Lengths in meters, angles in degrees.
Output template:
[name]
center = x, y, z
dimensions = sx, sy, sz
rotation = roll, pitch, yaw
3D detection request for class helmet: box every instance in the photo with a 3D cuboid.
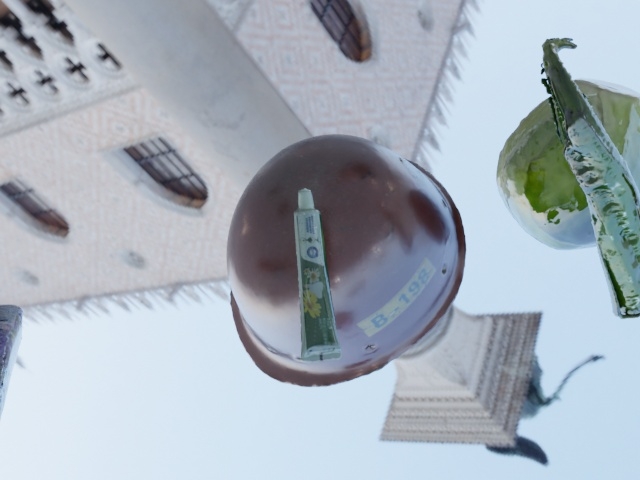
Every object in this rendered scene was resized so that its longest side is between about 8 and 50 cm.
[helmet]
center = 0.000, 0.000, 1.171
dimensions = 0.385, 0.230, 0.337
rotation = -43, -119, -2

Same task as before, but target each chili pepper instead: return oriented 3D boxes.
[chili pepper]
center = 0.328, -0.064, 0.980
dimensions = 0.085, 0.359, 0.076
rotation = -37, -152, -20

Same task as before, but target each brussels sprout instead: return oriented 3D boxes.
[brussels sprout]
center = 0.372, -0.111, 1.228
dimensions = 0.219, 0.271, 0.210
rotation = -3, -141, -16

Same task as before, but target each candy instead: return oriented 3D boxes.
[candy]
center = -0.374, 0.134, 0.905
dimensions = 0.312, 0.088, 0.061
rotation = -140, -125, -71

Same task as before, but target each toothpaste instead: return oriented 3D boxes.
[toothpaste]
center = -0.009, 0.040, 0.997
dimensions = 0.049, 0.204, 0.031
rotation = -5, 176, -11
